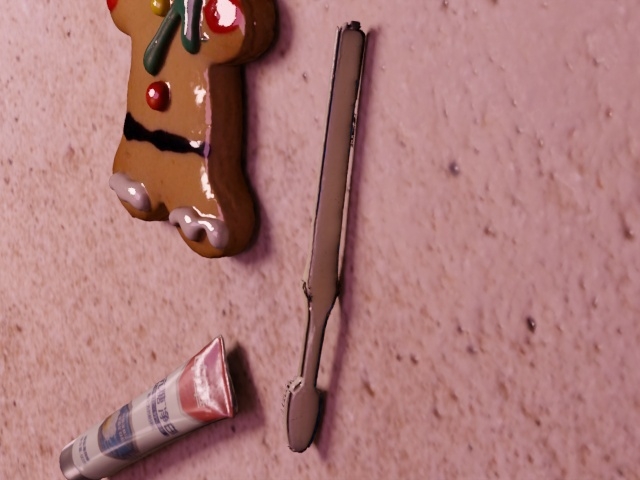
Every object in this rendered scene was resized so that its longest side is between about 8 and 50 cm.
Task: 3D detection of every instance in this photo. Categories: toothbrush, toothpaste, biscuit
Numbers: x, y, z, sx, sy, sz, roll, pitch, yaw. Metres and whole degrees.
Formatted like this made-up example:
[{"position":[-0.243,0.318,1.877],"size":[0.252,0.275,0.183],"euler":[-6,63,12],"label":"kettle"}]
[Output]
[{"position":[0.002,0.001,1.188],"size":[0.028,0.026,0.294],"euler":[-135,50,-61],"label":"toothbrush"},{"position":[-0.128,0.136,1.374],"size":[0.239,0.039,0.062],"euler":[-33,61,48],"label":"toothpaste"},{"position":[-0.102,-0.147,1.299],"size":[0.197,0.049,0.301],"euler":[20,109,49],"label":"biscuit"}]
